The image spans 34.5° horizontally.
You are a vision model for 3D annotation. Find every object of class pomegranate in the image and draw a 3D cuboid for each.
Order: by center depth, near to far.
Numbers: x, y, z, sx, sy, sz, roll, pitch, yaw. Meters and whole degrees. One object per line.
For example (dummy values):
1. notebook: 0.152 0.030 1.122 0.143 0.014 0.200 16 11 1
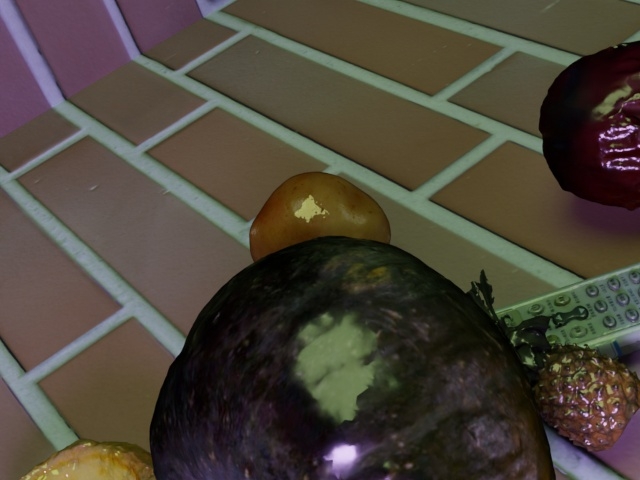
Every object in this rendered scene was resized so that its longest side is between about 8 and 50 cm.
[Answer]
1. pomegranate: -0.002 -0.003 1.541 0.209 0.209 0.209 -14 36 11

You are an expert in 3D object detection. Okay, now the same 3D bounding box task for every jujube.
1. jujube: 0.499 -0.171 1.476 0.377 0.258 0.258 -2 38 6

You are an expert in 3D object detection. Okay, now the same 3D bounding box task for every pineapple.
1. pineapple: 0.253 0.144 1.221 0.251 0.125 0.125 36 60 15

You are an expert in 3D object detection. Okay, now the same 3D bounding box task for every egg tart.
1. egg tart: -0.286 0.381 1.265 0.294 0.123 0.294 -16 39 13

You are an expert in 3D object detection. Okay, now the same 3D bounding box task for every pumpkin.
1. pumpkin: 0.039 0.213 1.032 0.344 0.454 0.454 -28 34 -31

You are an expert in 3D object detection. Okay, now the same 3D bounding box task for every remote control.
1. remote control: 0.310 0.122 1.334 0.335 0.065 0.128 -18 38 5
